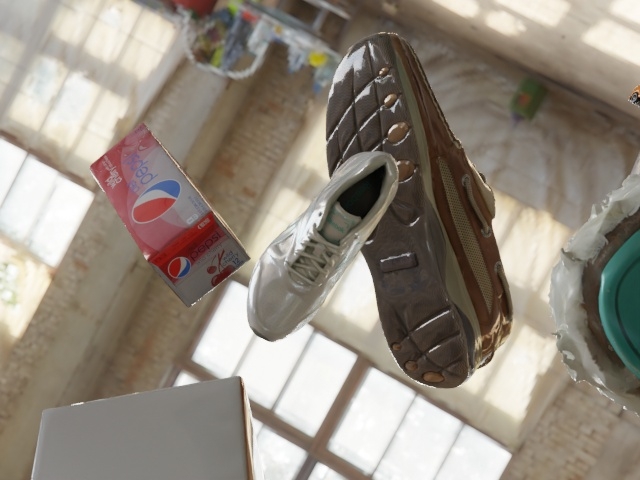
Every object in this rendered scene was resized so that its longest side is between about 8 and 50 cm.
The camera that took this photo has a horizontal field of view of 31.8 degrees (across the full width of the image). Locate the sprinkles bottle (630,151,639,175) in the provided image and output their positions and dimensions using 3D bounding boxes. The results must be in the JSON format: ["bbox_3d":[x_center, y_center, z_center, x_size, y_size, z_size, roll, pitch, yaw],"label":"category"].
[{"bbox_3d":[0.299,-0.043,0.868,0.121,0.121,0.355,29,-145,9],"label":"sprinkles bottle"}]

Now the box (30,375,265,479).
[{"bbox_3d":[-0.111,0.293,0.809,0.168,0.215,0.345,-10,-150,-2],"label":"box"}]

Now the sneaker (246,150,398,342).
[{"bbox_3d":[0.000,0.000,0.746,0.053,0.152,0.061,35,175,-2],"label":"sneaker"}]

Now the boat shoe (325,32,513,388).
[{"bbox_3d":[0.096,-0.031,1.035,0.116,0.324,0.123,-19,-171,-41],"label":"boat shoe"}]

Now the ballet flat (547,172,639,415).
[{"bbox_3d":[0.283,-0.056,0.547,0.147,0.409,0.147,61,-179,-1],"label":"ballet flat"}]

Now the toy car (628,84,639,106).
[{"bbox_3d":[0.379,-0.140,1.139,0.122,0.041,0.060,20,171,-4],"label":"toy car"}]

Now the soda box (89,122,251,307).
[{"bbox_3d":[-0.178,-0.036,1.286,0.083,0.092,0.263,53,176,-37],"label":"soda box"}]
